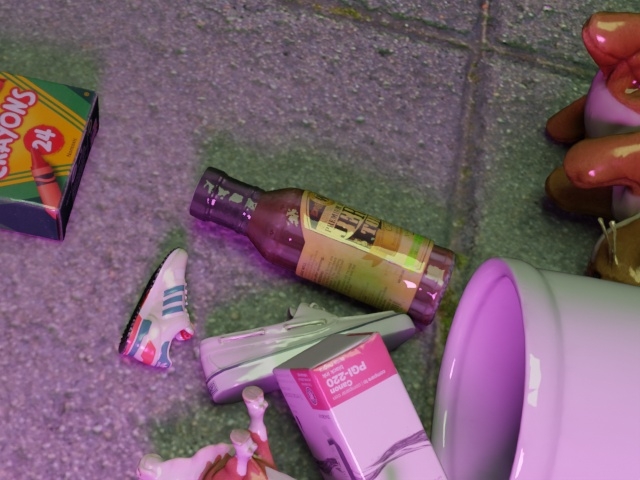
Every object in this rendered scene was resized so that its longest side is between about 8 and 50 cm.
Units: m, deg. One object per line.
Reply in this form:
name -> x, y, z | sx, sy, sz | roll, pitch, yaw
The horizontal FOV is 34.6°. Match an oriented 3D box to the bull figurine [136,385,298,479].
bull figurine -> -0.054, 0.275, 1.071 | 0.310, 0.188, 0.101 | 29, 40, 21

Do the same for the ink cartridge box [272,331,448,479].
ink cartridge box -> 0.048, 0.217, 1.119 | 0.092, 0.158, 0.218 | -28, 92, -18

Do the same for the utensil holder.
utensil holder -> 0.350, 0.208, 1.138 | 0.385, 0.327, 0.328 | 9, 56, -9

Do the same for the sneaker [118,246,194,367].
sneaker -> -0.186, 0.086, 1.273 | 0.075, 0.057, 0.161 | 30, 54, -12

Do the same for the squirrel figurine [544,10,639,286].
squirrel figurine -> 0.510, -0.070, 1.381 | 0.397, 0.281, 0.370 | 1, 64, -7

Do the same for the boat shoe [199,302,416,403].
boat shoe -> -0.017, 0.121, 1.258 | 0.267, 0.096, 0.088 | -17, 67, -11

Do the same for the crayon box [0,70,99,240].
crayon box -> -0.468, -0.128, 1.332 | 0.318, 0.081, 0.202 | 11, 57, -4

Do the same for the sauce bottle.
sauce bottle -> 0.000, 0.000, 1.323 | 0.344, 0.111, 0.111 | 22, 56, 2
